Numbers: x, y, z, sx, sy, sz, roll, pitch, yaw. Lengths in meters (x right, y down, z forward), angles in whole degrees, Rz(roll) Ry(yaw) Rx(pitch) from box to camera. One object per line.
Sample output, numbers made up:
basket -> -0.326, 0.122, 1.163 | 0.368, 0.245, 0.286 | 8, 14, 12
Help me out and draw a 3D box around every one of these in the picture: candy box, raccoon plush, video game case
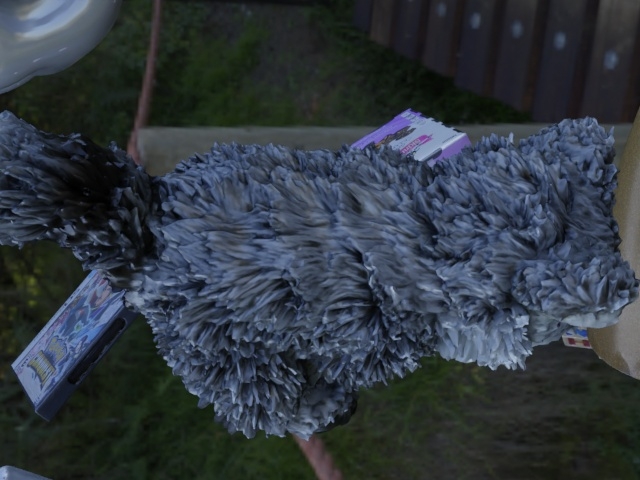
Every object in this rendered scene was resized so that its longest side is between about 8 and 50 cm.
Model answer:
candy box -> 0.105, -0.094, 1.341 | 0.070, 0.164, 0.196 | 60, 174, -23
raccoon plush -> 0.000, 0.000, 0.645 | 0.299, 0.446, 0.216 | -24, 66, 40
video game case -> -0.387, 0.147, 1.592 | 0.248, 0.035, 0.275 | -51, 23, -10

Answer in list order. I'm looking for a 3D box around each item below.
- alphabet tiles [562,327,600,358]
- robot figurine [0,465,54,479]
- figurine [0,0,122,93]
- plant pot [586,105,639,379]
alphabet tiles -> 0.544, 0.157, 1.666 | 0.342, 0.285, 0.011 | 51, -132, -60
robot figurine -> -0.505, 0.511, 1.574 | 0.199, 0.353, 0.300 | 4, 75, 58
figurine -> -0.108, -0.157, 0.479 | 0.215, 0.092, 0.209 | -51, 14, -9
plant pot -> 0.384, -0.020, 0.988 | 0.237, 0.237, 0.254 | -124, 24, -66
